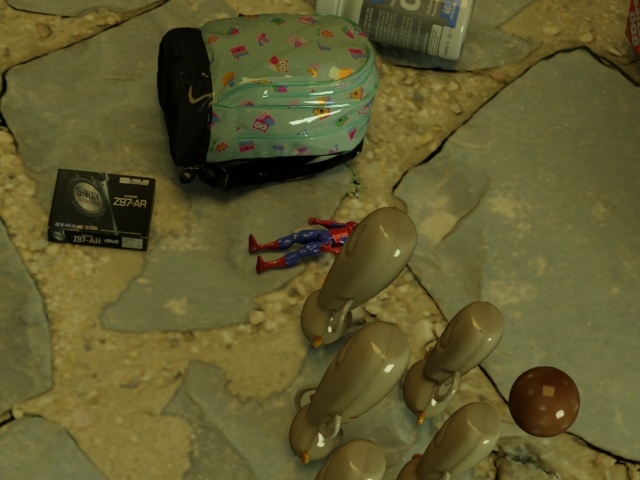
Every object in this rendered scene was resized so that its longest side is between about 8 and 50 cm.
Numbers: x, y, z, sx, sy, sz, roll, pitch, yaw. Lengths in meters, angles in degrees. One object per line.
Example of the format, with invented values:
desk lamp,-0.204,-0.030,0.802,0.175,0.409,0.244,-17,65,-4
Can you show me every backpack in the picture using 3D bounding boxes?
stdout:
backpack,-0.041,-0.126,1.692,0.182,0.115,0.152,-2,48,-12

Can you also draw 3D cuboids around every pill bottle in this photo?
pill bottle,0.069,-0.216,1.803,0.137,0.078,0.078,14,50,5

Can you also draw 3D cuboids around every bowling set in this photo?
bowling set,0.078,0.137,1.494,0.200,0.154,0.287,24,48,-12

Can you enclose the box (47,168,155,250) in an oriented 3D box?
box,-0.181,-0.026,1.651,0.083,0.018,0.067,6,50,-2

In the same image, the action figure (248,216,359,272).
action figure,0.000,0.000,1.649,0.115,0.030,0.038,-10,47,-18

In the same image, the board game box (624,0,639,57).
board game box,0.506,-0.237,1.647,0.356,0.357,0.356,-12,46,-14
